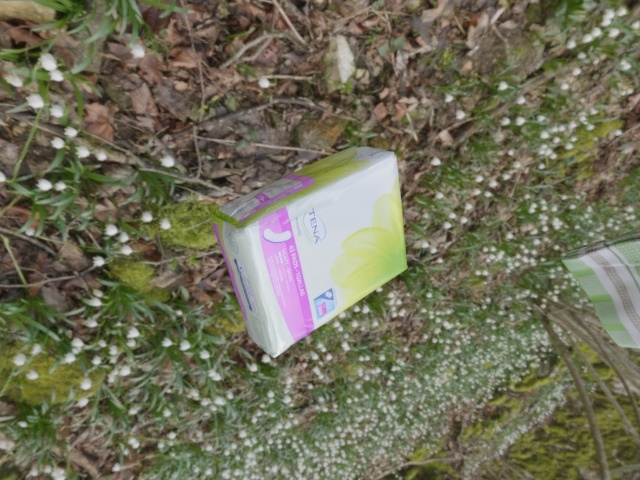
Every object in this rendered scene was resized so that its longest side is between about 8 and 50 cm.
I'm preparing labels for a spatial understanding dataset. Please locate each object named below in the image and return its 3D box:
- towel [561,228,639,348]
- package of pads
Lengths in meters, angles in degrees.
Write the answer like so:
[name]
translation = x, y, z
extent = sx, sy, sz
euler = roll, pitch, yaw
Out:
[towel]
translation = 0.278, 0.047, 0.358
extent = 0.023, 0.113, 0.152
euler = -25, 170, -5
[package of pads]
translation = 0.000, 0.000, 0.644
extent = 0.296, 0.101, 0.229
euler = -29, 123, -30
